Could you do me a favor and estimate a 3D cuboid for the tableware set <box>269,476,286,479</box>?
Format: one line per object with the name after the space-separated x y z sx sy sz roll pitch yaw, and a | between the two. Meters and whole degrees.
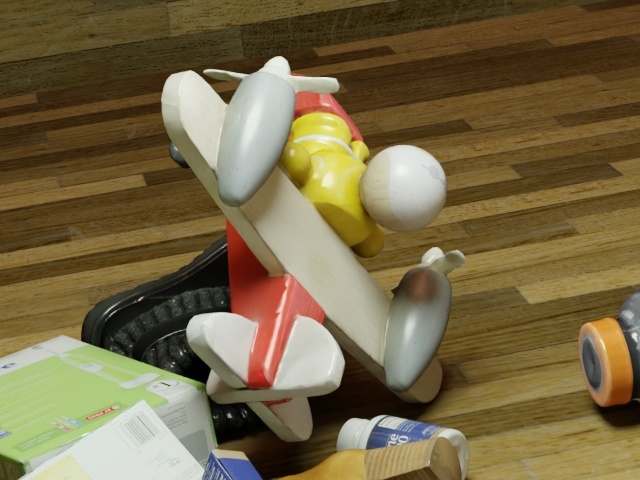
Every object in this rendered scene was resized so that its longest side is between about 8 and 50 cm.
-0.082 0.259 1.867 0.168 0.020 0.141 -3 19 15 | tableware set

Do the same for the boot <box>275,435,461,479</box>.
-0.004 0.280 1.580 0.211 0.104 0.295 -22 24 27 | boot

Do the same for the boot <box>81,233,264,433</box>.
-0.072 0.091 2.144 0.348 0.131 0.260 -28 20 -23 | boot

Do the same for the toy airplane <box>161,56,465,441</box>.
0.000 0.000 1.925 0.272 0.384 0.386 -24 -4 18 | toy airplane

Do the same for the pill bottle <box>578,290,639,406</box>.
0.389 0.103 1.974 0.245 0.130 0.130 -11 21 -10 | pill bottle

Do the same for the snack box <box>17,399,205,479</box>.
-0.200 0.280 1.632 0.322 0.187 0.060 -31 -13 -49 | snack box

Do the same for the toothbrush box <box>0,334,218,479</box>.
-0.260 0.200 1.910 0.206 0.122 0.283 -21 21 -33 | toothbrush box

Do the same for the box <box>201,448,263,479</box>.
-0.055 0.277 1.523 0.036 0.136 0.225 10 19 -26 | box

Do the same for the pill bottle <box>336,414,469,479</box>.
0.078 0.206 1.887 0.120 0.067 0.067 8 25 35 | pill bottle
